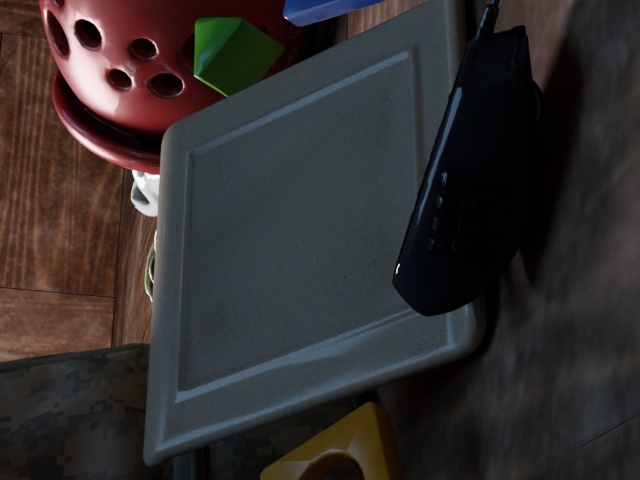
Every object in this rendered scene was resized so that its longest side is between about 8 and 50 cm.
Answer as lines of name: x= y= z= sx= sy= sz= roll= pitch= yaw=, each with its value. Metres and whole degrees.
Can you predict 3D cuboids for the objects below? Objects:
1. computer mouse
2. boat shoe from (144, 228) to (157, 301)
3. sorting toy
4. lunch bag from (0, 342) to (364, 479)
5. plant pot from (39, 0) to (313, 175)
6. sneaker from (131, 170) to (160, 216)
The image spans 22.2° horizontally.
computer mouse: x=0.075 y=-0.080 z=0.561 sx=0.071 sy=0.041 sz=0.242 roll=-67 pitch=-6 yaw=-65
boat shoe: x=-0.075 y=0.020 z=1.142 sx=0.305 sy=0.091 sz=0.109 roll=-112 pitch=29 yaw=-68
sorting toy: x=0.000 y=0.000 z=0.727 sx=0.196 sy=0.047 sz=0.348 roll=-25 pitch=50 yaw=34
lunch bag: x=-0.120 y=0.208 z=0.833 sx=0.212 sy=0.256 sz=0.305 roll=-97 pitch=16 yaw=-51
plant pot: x=-0.097 y=-0.150 z=1.089 sx=0.191 sy=0.191 sz=0.174 roll=-97 pitch=14 yaw=-50
sneaker: x=-0.119 y=-0.072 z=1.432 sx=0.258 sy=0.091 sz=0.094 roll=116 pitch=157 yaw=-63
